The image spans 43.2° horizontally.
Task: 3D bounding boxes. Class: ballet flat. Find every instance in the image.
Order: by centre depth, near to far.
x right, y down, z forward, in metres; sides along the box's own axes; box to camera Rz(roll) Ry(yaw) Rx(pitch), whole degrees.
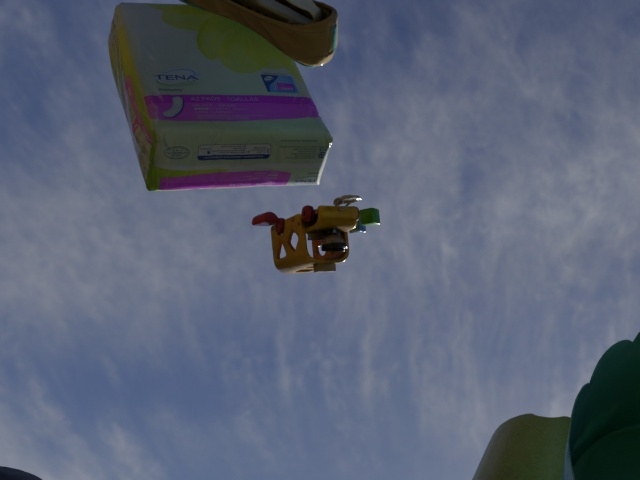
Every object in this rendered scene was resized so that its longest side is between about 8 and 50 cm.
[{"bbox_3d":[-0.079,-0.269,0.852,0.232,0.080,0.073,29,-34,4],"label":"ballet flat"}]

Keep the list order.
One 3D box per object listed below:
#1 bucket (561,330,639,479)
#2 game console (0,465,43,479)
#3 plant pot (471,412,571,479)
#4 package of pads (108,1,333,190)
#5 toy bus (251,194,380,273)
[{"bbox_3d":[0.331,0.217,0.670,0.281,0.281,0.183,17,-35,20],"label":"bucket"},{"bbox_3d":[-0.326,0.283,0.680,0.387,0.342,0.060,14,-92,42],"label":"game console"},{"bbox_3d":[0.275,0.366,1.007,0.276,0.254,0.276,13,-50,16],"label":"plant pot"},{"bbox_3d":[-0.141,-0.190,1.036,0.229,0.296,0.101,-4,-43,-22],"label":"package of pads"},{"bbox_3d":[-0.001,0.002,1.352,0.191,0.202,0.104,-8,-99,15],"label":"toy bus"}]
